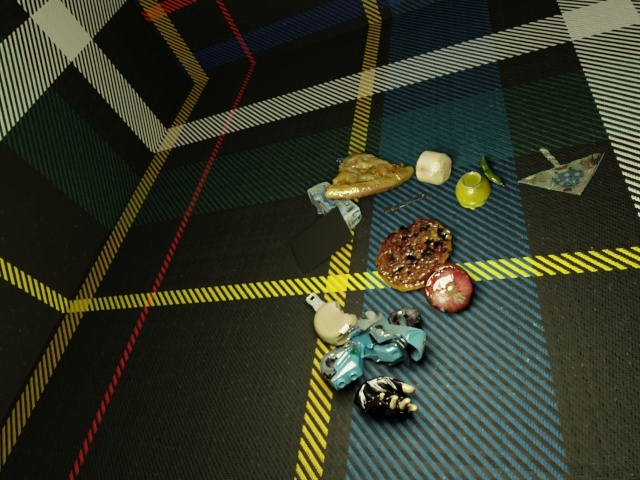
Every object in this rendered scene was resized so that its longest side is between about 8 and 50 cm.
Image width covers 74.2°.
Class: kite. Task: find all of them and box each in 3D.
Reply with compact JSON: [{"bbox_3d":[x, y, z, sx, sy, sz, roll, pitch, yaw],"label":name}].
[{"bbox_3d":[0.989,-0.288,1.734,0.335,0.011,0.315,-19,46,12],"label":"kite"}]

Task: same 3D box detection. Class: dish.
[{"bbox_3d":[0.653,-0.234,1.824,0.148,0.080,0.208,-7,49,24],"label":"dish"}]

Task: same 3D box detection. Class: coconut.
[{"bbox_3d":[0.510,-0.336,1.946,0.152,0.147,0.147,19,64,36],"label":"coconut"}]

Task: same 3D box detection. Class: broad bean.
[{"bbox_3d":[0.736,-0.304,1.851,0.046,0.061,0.195,-56,37,36],"label":"broad bean"}]

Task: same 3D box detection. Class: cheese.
[{"bbox_3d":[0.029,0.300,1.715,0.163,0.082,0.286,-38,44,-6],"label":"cheese"}]

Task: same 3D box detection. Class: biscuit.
[{"bbox_3d":[0.381,0.059,1.727,0.289,0.081,0.334,29,75,41],"label":"biscuit"}]

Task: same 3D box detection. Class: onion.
[{"bbox_3d":[0.470,0.173,1.554,0.183,0.147,0.184,0,89,23],"label":"onion"}]

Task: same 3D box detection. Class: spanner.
[{"bbox_3d":[0.388,-0.171,1.961,0.208,0.012,0.046,-24,45,9],"label":"spanner"}]

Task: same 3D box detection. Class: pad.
[{"bbox_3d":[0.000,0.000,1.950,0.299,0.005,0.202,-37,56,19],"label":"pad"}]

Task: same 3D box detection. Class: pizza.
[{"bbox_3d":[0.248,-0.317,2.042,0.391,0.080,0.435,6,41,17],"label":"pizza"}]

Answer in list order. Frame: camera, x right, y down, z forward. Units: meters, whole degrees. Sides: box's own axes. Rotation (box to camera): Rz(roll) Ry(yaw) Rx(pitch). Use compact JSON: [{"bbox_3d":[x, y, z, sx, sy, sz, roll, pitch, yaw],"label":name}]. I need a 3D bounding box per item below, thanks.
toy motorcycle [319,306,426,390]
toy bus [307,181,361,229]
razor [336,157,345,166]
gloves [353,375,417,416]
[{"bbox_3d":[0.197,0.375,1.470,0.415,0.172,0.232,-28,26,-8],"label":"toy motorcycle"},{"bbox_3d":[0.067,-0.167,2.076,0.135,0.109,0.330,-31,45,-14],"label":"toy bus"},{"bbox_3d":[0.110,-0.333,2.193,0.093,0.056,0.324,1,38,10],"label":"razor"},{"bbox_3d":[0.225,0.522,1.386,0.164,0.124,0.203,-35,33,-28],"label":"gloves"}]
